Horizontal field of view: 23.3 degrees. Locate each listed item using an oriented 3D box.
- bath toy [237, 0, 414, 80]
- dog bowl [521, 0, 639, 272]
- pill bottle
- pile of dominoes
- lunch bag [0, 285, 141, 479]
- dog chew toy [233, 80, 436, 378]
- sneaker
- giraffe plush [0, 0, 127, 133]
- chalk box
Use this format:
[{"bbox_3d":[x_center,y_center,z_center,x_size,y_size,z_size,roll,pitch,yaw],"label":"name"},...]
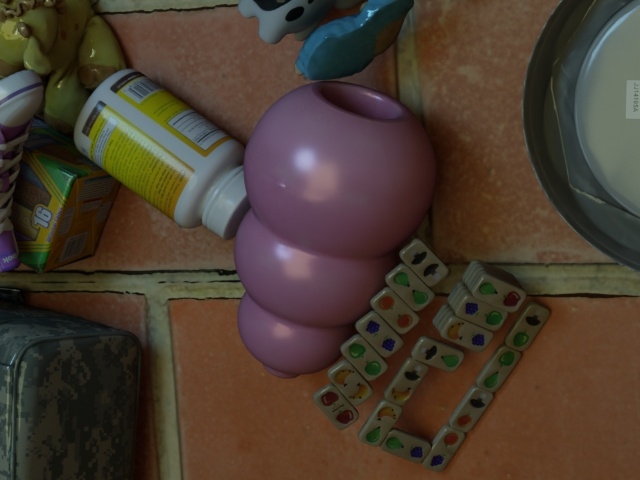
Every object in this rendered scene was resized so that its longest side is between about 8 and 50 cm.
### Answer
[{"bbox_3d":[-0.052,-0.336,1.675,0.348,0.151,0.129,49,131,16],"label":"bath toy"},{"bbox_3d":[0.383,-0.134,1.552,0.349,0.102,0.348,3,99,21],"label":"dog bowl"},{"bbox_3d":[-0.167,-0.094,1.766,0.215,0.117,0.117,36,109,13],"label":"pill bottle"},{"bbox_3d":[0.120,0.134,1.669,0.196,0.040,0.251,23,110,-24],"label":"pile of dominoes"},{"bbox_3d":[-0.370,0.220,1.846,0.256,0.212,0.305,9,99,37],"label":"lunch bag"},{"bbox_3d":[0.000,0.000,1.679,0.207,0.206,0.331,23,114,17],"label":"dog chew toy"},{"bbox_3d":[-0.361,-0.057,1.723,0.161,0.102,0.282,49,123,4],"label":"sneaker"},{"bbox_3d":[-0.326,-0.232,1.778,0.181,0.170,0.210,31,108,15],"label":"giraffe plush"},{"bbox_3d":[-0.364,-0.074,1.839,0.213,0.132,0.132,28,108,14],"label":"chalk box"}]
